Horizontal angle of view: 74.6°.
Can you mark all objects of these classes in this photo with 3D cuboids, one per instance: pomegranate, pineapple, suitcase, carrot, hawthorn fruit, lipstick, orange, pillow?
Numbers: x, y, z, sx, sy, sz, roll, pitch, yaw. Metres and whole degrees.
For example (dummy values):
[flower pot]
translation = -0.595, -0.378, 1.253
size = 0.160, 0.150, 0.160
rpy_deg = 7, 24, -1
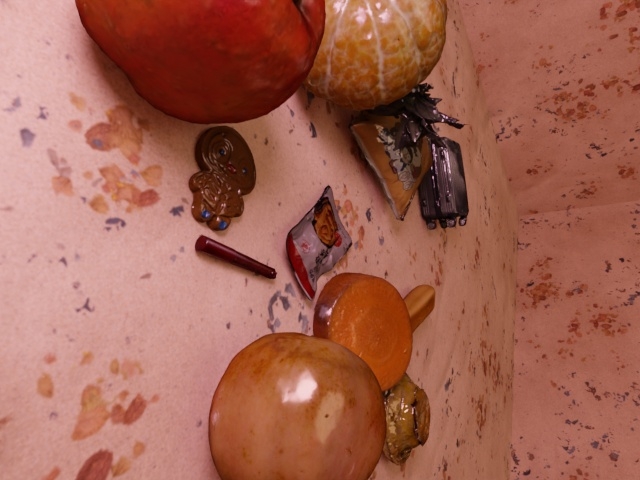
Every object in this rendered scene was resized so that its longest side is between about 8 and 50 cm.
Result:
[pomegranate]
translation = -0.032, 0.272, 0.601
size = 0.252, 0.228, 0.271
rpy_deg = 30, 65, -49
[pineapple]
translation = 0.173, -0.344, 0.970
size = 0.165, 0.165, 0.365
rpy_deg = 15, 42, -54
[suitcase]
translation = 0.427, -0.198, 1.462
size = 0.202, 0.128, 0.312
rpy_deg = -5, 88, -57
[carrot]
translation = 0.092, 0.199, 0.934
size = 0.307, 0.100, 0.259
rpy_deg = 29, 62, -42
[hawthorn fruit]
translation = -0.106, -0.281, 0.507
size = 0.287, 0.330, 0.287
rpy_deg = -18, 111, -56
[lipstick]
translation = -0.129, 0.033, 0.682
size = 0.176, 0.027, 0.027
rpy_deg = 32, 58, -51
[orange]
translation = 0.081, -0.419, 0.813
size = 0.249, 0.329, 0.330
rpy_deg = 53, 39, -69
[pillow]
translation = 0.208, -0.262, 1.150
size = 0.310, 0.119, 0.312
rpy_deg = 55, 45, -23

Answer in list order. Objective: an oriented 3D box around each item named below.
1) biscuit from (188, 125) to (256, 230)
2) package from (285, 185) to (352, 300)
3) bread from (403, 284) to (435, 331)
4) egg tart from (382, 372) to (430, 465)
[biscuit]
translation = -0.152, -0.101, 0.671
size = 0.124, 0.026, 0.175
rpy_deg = 36, 55, -47
[package]
translation = 0.000, 0.000, 0.874
size = 0.239, 0.030, 0.154
rpy_deg = -51, 127, -48
[bread]
translation = 0.254, 0.196, 1.177
size = 0.239, 0.073, 0.093
rpy_deg = -23, 119, -54
[egg tart]
translation = 0.213, 0.433, 1.050
size = 0.241, 0.105, 0.241
rpy_deg = 23, 63, -57
